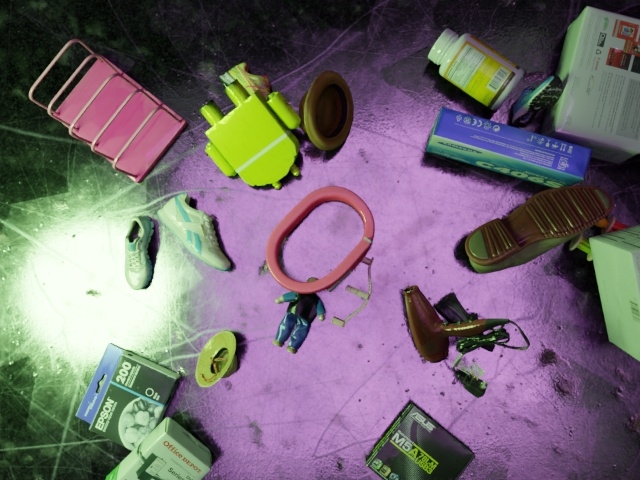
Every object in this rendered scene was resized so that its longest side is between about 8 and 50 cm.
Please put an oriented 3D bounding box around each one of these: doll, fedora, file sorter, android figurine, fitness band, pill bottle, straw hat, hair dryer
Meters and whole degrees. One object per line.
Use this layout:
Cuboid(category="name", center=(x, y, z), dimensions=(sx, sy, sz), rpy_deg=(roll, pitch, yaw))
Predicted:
Cuboid(category="doll", center=(-0.053, 0.176, 1.499), dimensions=(0.129, 0.046, 0.189), rpy_deg=(26, 88, 4))
Cuboid(category="fedora", center=(0.003, -0.316, 1.500), dimensions=(0.079, 0.194, 0.194), rpy_deg=(7, 85, 40))
Cuboid(category="file sorter", center=(-0.522, -0.319, 1.502), dimensions=(0.291, 0.182, 0.202), rpy_deg=(38, 89, 6))
Cuboid(category="android figurine", center=(-0.161, -0.247, 1.492), dimensions=(0.248, 0.056, 0.273), rpy_deg=(-35, 106, 23))
Cuboid(category="fitness band", center=(0.000, 0.000, 1.486), dimensions=(0.209, 0.054, 0.291), rpy_deg=(42, 81, 13))
Cuboid(category="pill bottle", center=(0.372, -0.419, 1.485), dimensions=(0.215, 0.117, 0.117), rpy_deg=(37, 88, 6))
Cuboid(category="straw hat", center=(-0.236, 0.298, 1.491), dimensions=(0.061, 0.144, 0.144), rpy_deg=(39, 88, -35))
Cuboid(category="hair dryer", center=(0.312, 0.204, 1.417), dimensions=(0.293, 0.080, 0.223), rpy_deg=(34, 119, 12))

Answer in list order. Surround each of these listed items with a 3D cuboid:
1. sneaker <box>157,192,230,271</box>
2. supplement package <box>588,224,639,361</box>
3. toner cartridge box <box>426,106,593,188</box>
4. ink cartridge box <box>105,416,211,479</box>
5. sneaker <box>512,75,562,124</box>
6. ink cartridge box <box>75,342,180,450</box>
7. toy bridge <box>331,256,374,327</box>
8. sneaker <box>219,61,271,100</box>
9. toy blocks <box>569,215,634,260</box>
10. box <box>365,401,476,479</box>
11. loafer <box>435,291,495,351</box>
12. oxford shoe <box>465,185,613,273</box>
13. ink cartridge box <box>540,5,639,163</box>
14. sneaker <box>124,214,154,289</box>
Cuboid(category="sneaker", center=(-0.297, -0.018, 1.512), dimensions=(0.092, 0.087, 0.228), rpy_deg=(-43, 86, -3))
Cuboid(category="supplement package", center=(0.725, 0.114, 1.346), dimensions=(0.145, 0.204, 0.262), rpy_deg=(-15, 99, 2))
Cuboid(category="toner cartridge box", center=(0.432, -0.212, 1.441), dimensions=(0.348, 0.165, 0.075), rpy_deg=(17, 87, 6))
Cuboid(category="ink cartridge box", center=(-0.381, 0.549, 1.448), dimensions=(0.208, 0.087, 0.153), rpy_deg=(-46, 104, -1))
Cuboid(category="sneaker", center=(0.504, -0.343, 1.456), dimensions=(0.063, 0.162, 0.073), rpy_deg=(3, 67, -22))
Cuboid(category="ink cartridge box", center=(-0.481, 0.387, 1.510), dimensions=(0.208, 0.045, 0.206), rpy_deg=(23, 88, 6))
Cuboid(category="toy bridge", center=(0.092, 0.127, 1.503), dimensions=(0.063, 0.026, 0.188), rpy_deg=(24, 87, 3))
Cuboid(category="sneaker", center=(-0.152, -0.368, 1.536), dimensions=(0.208, 0.081, 0.094), rpy_deg=(43, 80, 3))
Cuboid(category="toy blocks", center=(0.688, 0.004, 1.461), dimensions=(0.148, 0.054, 0.123), rpy_deg=(29, 87, 5))
Cuboid(category="box", center=(0.235, 0.515, 1.453), dimensions=(0.191, 0.045, 0.184), rpy_deg=(40, 91, 5))
Cuboid(category="loafer", center=(0.356, 0.196, 1.465), dimensions=(0.170, 0.062, 0.061), rpy_deg=(43, 84, 5))
Cuboid(category="oxford shoe", center=(0.509, -0.023, 1.445), dimensions=(0.348, 0.130, 0.123), rpy_deg=(-21, 60, 7))
Cuboid(category="ink cartridge box", center=(0.702, -0.353, 1.452), dimensions=(0.272, 0.130, 0.309), rpy_deg=(16, 87, 3))
Cuboid(category="sneaker", center=(-0.461, 0.028, 1.520), dimensions=(0.071, 0.083, 0.190), rpy_deg=(0, 86, 2))
